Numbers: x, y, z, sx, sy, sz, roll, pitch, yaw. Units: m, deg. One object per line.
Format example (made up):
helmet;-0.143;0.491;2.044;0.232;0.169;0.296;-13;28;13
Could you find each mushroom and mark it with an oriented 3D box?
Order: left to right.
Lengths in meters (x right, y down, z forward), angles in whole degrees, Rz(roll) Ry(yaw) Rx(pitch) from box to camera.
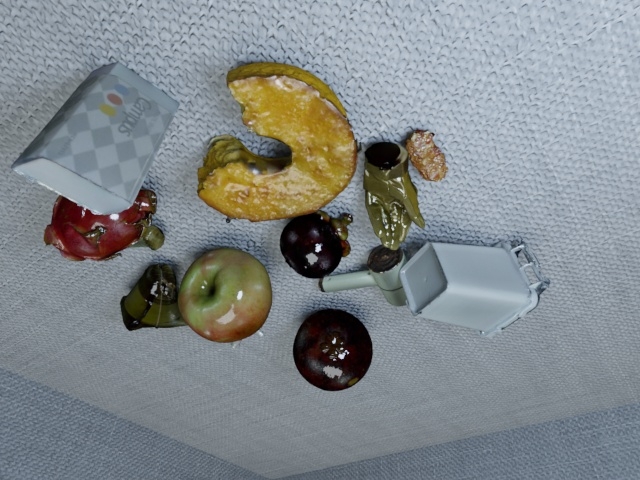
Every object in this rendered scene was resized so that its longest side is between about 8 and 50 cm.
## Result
mushroom;-0.660;-0.024;1.466;0.312;0.081;0.100;5;133;4

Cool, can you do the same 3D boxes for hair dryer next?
hair dryer;0.142;0.138;1.579;0.362;0.128;0.203;-11;135;24

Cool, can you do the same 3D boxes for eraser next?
eraser;-0.465;-0.240;1.000;0.213;0.397;0.082;32;128;-26

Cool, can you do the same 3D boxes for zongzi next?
zongzi;-0.542;0.220;1.692;0.317;0.154;0.289;16;134;-41

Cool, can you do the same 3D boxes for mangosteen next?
mangosteen;0.000;0.000;1.391;0.250;0.211;0.211;-36;131;-6
mangosteen;0.048;0.427;1.754;0.306;0.306;0.359;0;156;3

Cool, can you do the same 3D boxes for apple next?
apple;-0.304;0.186;1.504;0.319;0.319;0.277;-19;151;21

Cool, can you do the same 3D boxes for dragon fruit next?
dragon fruit;-0.631;-0.061;1.301;0.315;0.250;0.250;0;137;16

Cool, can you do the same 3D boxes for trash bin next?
trash bin;0.462;0.128;1.402;0.367;0.256;0.296;11;139;-27

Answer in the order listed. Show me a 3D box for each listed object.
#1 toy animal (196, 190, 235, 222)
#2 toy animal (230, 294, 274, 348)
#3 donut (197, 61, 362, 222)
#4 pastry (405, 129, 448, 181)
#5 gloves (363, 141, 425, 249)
toy animal;-0.232;-0.128;1.344;0.176;0.073;0.217;-31;122;23
toy animal;-0.266;0.308;1.751;0.138;0.140;0.282;15;132;0
donut;-0.104;-0.236;1.162;0.377;0.163;0.435;21;131;-20
pastry;0.281;-0.231;1.220;0.087;0.063;0.169;-26;125;15
gloves;0.201;-0.121;1.278;0.154;0.141;0.331;-18;132;-1
